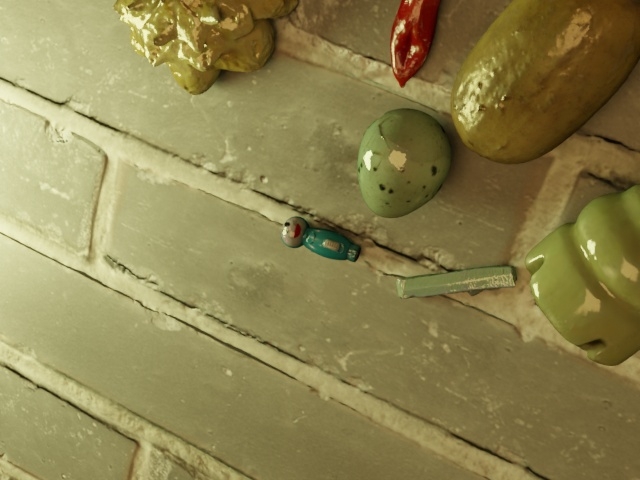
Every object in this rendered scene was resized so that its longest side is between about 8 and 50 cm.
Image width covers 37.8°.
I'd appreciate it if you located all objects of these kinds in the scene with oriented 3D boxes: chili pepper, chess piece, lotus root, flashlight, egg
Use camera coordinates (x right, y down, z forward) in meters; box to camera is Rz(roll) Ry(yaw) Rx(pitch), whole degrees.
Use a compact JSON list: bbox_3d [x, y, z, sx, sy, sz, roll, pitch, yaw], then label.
[{"bbox_3d":[0.129,-0.297,1.273,0.059,0.050,0.191,14,118,4],"label":"chili pepper"},{"bbox_3d":[0.452,-0.043,1.094,0.234,0.234,0.442,47,119,7],"label":"chess piece"},{"bbox_3d":[0.289,-0.228,1.139,0.169,0.151,0.343,46,133,7],"label":"lotus root"},{"bbox_3d":[0.000,0.000,1.423,0.129,0.051,0.051,18,111,14],"label":"flashlight"},{"bbox_3d":[0.108,-0.105,1.293,0.131,0.131,0.164,38,124,12],"label":"egg"}]

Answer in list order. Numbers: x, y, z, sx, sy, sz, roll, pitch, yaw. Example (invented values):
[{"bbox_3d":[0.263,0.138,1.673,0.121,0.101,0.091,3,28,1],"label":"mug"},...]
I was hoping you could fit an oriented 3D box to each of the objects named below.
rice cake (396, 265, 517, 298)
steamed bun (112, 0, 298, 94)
[{"bbox_3d":[0.196,0.064,1.351,0.180,0.030,0.042,-9,95,27],"label":"rice cake"},{"bbox_3d":[-0.193,-0.355,1.367,0.295,0.137,0.292,22,115,17],"label":"steamed bun"}]
